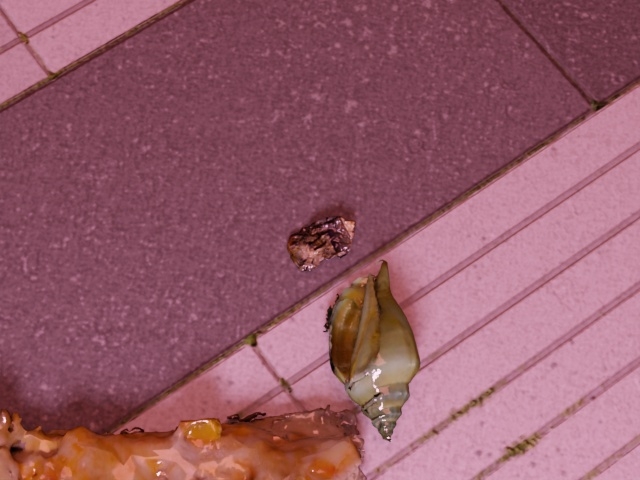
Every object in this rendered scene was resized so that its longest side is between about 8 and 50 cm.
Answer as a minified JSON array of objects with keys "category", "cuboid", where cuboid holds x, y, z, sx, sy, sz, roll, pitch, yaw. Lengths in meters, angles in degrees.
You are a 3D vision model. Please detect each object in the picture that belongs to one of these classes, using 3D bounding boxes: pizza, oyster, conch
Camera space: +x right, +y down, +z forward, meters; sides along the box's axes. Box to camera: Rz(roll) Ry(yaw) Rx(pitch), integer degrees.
[{"category":"pizza","cuboid":[-0.160,0.348,1.447,0.435,0.080,0.392,-4,65,-2]},{"category":"oyster","cuboid":[0.003,-0.001,1.645,0.083,0.019,0.054,-25,68,-13]},{"category":"conch","cuboid":[0.055,0.116,1.564,0.095,0.079,0.201,-21,50,3]}]
